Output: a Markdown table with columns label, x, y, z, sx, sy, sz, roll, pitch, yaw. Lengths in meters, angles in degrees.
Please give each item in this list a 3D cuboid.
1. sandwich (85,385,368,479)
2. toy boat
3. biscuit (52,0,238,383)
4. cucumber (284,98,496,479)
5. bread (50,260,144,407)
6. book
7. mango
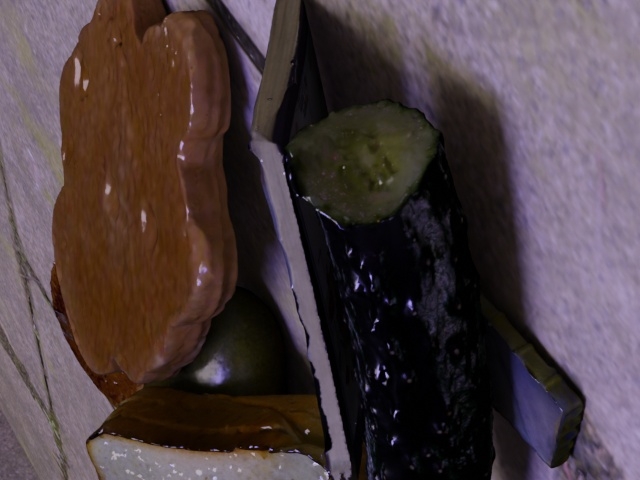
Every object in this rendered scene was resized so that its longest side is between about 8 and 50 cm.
| label | x | y | z | sx | sy | sz | roll | pitch | yaw |
| --- | --- | --- | --- | --- | --- | --- | --- | --- | --- |
| sandwich | -0.052 | 0.194 | 1.121 | 0.215 | 0.065 | 0.186 | -2 | 120 | 32 |
| toy boat | 0.094 | 0.061 | 0.812 | 0.115 | 0.016 | 0.063 | 51 | 155 | 32 |
| biscuit | -0.129 | -0.040 | 1.127 | 0.376 | 0.051 | 0.269 | -55 | 49 | 55 |
| cucumber | 0.050 | 0.069 | 0.797 | 0.072 | 0.081 | 0.303 | -87 | -14 | -51 |
| bread | -0.206 | 0.087 | 1.560 | 0.193 | 0.064 | 0.193 | 43 | 148 | 35 |
| book | 0.001 | 0.000 | 0.856 | 0.157 | 0.026 | 0.231 | -83 | -16 | -55 |
| mango | -0.083 | 0.137 | 1.227 | 0.267 | 0.111 | 0.133 | 98 | 152 | -47 |
